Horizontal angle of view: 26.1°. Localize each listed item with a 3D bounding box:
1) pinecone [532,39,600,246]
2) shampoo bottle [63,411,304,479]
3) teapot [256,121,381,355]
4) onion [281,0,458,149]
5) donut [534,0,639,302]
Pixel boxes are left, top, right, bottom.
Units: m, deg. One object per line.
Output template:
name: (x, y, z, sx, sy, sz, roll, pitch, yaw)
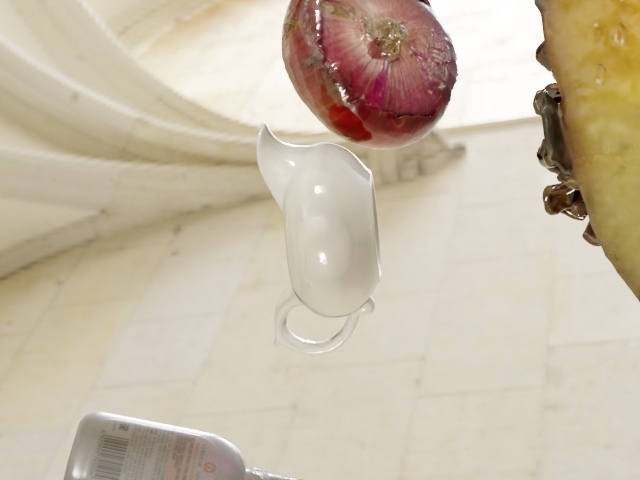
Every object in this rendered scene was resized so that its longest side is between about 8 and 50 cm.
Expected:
pinecone: (0.327, -0.130, 1.372, 0.244, 0.244, 0.309, 54, -130, -60)
shampoo bottle: (-0.094, 0.168, 0.971, 0.080, 0.165, 0.040, -82, 5, -47)
teapot: (0.000, 0.000, 1.620, 0.204, 0.139, 0.298, -89, -6, -72)
onion: (0.057, -0.228, 1.694, 0.161, 0.248, 0.248, 134, 136, -68)
donut: (0.319, -0.100, 0.852, 0.435, 0.163, 0.377, 44, -123, -32)
